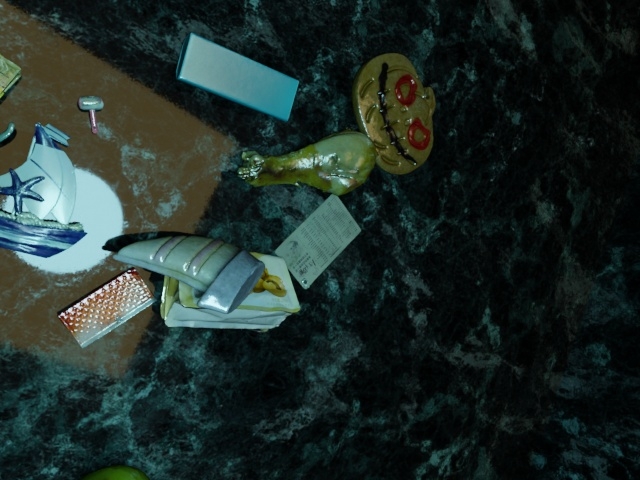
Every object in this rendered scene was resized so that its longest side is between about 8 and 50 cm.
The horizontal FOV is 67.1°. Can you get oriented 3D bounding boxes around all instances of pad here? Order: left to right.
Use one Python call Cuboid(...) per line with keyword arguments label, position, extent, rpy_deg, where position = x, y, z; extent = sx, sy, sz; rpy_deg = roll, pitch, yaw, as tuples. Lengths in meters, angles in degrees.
Cuboid(label="pad", position=(0.000, 0.000, 1.429), extent=(0.265, 0.009, 0.159), rpy_deg=(-46, 114, -19))

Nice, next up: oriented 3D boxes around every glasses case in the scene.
Cuboid(label="glasses case", position=(-0.210, -0.410, 1.240), extent=(0.301, 0.070, 0.117), rpy_deg=(15, 93, -32))

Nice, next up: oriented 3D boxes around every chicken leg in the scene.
Cuboid(label="chicken leg", position=(-0.028, -0.214, 1.331), extent=(0.429, 0.153, 0.201), rpy_deg=(-10, 87, -22))

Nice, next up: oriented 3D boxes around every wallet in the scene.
Cuboid(label="wallet", position=(-0.500, 0.158, 1.143), extent=(0.196, 0.020, 0.103), rpy_deg=(-36, 111, -23))

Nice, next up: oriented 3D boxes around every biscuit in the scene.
Cuboid(label="biscuit", position=(0.250, -0.398, 1.511), extent=(0.314, 0.063, 0.367), rpy_deg=(-27, 107, -24))

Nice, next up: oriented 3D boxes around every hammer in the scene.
Cuboid(label="hammer", position=(-0.516, -0.284, 1.093), extent=(0.052, 0.031, 0.083), rpy_deg=(-9, 109, -27))

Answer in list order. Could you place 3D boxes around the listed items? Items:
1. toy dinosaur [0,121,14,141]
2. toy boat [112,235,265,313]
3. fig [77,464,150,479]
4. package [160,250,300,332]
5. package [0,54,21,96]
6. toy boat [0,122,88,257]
Cuboid(label="toy dinosaur", position=(-0.829, -0.122, 0.898), extent=(0.331, 0.129, 0.383), rpy_deg=(17, 62, -1))
Cuboid(label="toy boat", position=(-0.259, 0.050, 1.106), extent=(0.276, 0.293, 0.111), rpy_deg=(-24, 141, -60))
Cuboid(label="fig", position=(-0.503, 0.613, 1.103), extent=(0.225, 0.203, 0.203), rpy_deg=(6, 92, 9))
Cuboid(label="package", position=(-0.241, 0.141, 1.240), extent=(0.311, 0.221, 0.165), rpy_deg=(9, 129, -32))
Cuboid(label="package", position=(-0.680, -0.320, 0.980), extent=(0.071, 0.047, 0.131), rpy_deg=(42, 72, -29))
Cuboid(label="toy boat", position=(-0.626, -0.103, 1.025), extent=(0.210, 0.070, 0.291), rpy_deg=(-10, 92, -29))
